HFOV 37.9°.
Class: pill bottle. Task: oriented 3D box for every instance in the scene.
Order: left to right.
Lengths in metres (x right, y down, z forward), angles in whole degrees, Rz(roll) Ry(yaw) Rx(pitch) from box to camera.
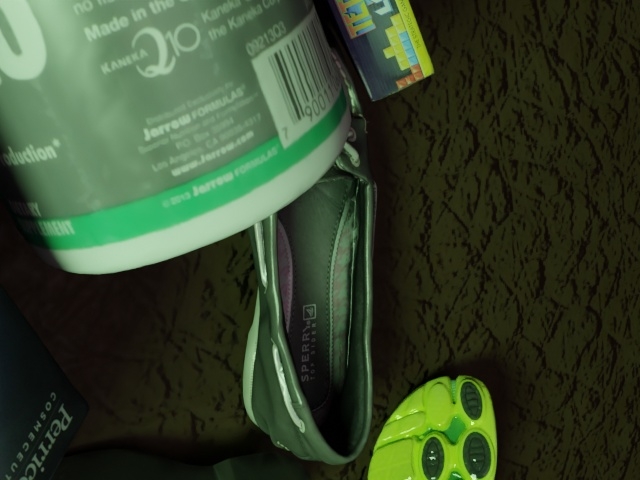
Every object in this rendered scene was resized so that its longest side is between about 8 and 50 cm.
[{"bbox_3d":[-0.132,-0.182,0.475,0.204,0.204,0.361,-33,117,-24],"label":"pill bottle"}]

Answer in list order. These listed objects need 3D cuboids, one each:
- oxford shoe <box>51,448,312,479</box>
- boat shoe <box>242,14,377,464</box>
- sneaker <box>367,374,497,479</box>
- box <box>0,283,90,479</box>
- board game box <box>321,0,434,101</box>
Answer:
[{"bbox_3d":[-0.113,0.198,0.664,0.212,0.076,0.076,8,136,-25],"label":"oxford shoe"},{"bbox_3d":[0.000,0.000,0.673,0.112,0.095,0.335,-9,106,-32],"label":"boat shoe"},{"bbox_3d":[0.099,0.262,0.812,0.123,0.109,0.295,13,82,-73],"label":"sneaker"},{"bbox_3d":[-0.273,0.083,0.337,0.294,0.182,0.296,70,31,-41],"label":"box"},{"bbox_3d":[0.008,-0.192,0.586,0.048,0.141,0.170,-23,122,6],"label":"board game box"}]
